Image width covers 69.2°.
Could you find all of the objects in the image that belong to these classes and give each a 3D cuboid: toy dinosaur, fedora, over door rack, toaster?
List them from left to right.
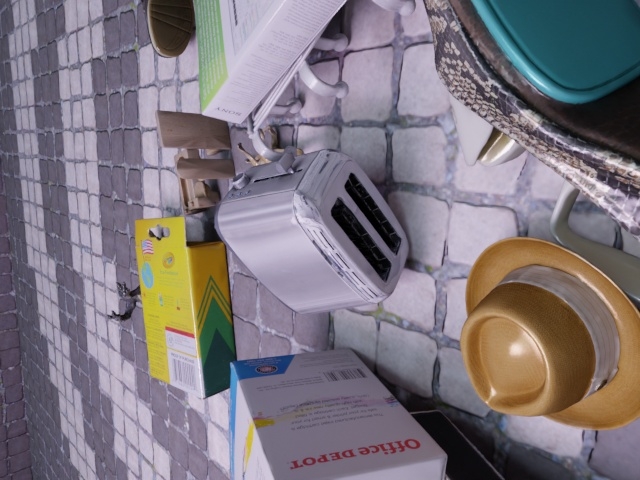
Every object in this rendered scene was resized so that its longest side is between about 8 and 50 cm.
[{"bbox_3d":[-0.377,0.115,0.972,0.064,0.118,0.268,18,110,25],"label":"toy dinosaur"},{"bbox_3d":[-0.070,-0.124,0.688,0.183,0.053,0.093,-25,94,51],"label":"toy dinosaur"},{"bbox_3d":[-0.022,-0.290,0.577,0.239,0.108,0.324,-45,52,38],"label":"over door rack"},{"bbox_3d":[0.000,0.000,0.543,0.146,0.129,0.227,-12,127,42],"label":"toaster"},{"bbox_3d":[0.179,0.095,0.405,0.194,0.079,0.194,44,147,38],"label":"fedora"}]

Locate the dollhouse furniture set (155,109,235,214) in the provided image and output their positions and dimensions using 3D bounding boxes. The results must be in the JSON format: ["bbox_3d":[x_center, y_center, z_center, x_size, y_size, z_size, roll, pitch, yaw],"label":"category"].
[{"bbox_3d":[-0.242,-0.123,0.793,0.151,0.123,0.144,-11,88,45],"label":"dollhouse furniture set"}]

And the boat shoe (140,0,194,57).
[{"bbox_3d":[-0.275,-0.424,0.816,0.073,0.080,0.224,-5,88,50],"label":"boat shoe"}]

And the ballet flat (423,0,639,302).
[{"bbox_3d":[0.213,-0.071,0.349,0.483,0.164,0.182,53,155,23],"label":"ballet flat"}]

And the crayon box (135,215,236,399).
[{"bbox_3d":[-0.258,0.112,0.876,0.202,0.081,0.319,1,98,44],"label":"crayon box"}]

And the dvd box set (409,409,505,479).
[{"bbox_3d":[0.144,0.441,0.459,0.307,0.062,0.421,-141,54,-66],"label":"dvd box set"}]

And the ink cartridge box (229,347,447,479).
[{"bbox_3d":[-0.002,0.255,0.526,0.232,0.171,0.168,-145,57,-67],"label":"ink cartridge box"}]

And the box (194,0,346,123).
[{"bbox_3d":[-0.040,-0.304,0.470,0.322,0.058,0.232,-30,61,45],"label":"box"}]
